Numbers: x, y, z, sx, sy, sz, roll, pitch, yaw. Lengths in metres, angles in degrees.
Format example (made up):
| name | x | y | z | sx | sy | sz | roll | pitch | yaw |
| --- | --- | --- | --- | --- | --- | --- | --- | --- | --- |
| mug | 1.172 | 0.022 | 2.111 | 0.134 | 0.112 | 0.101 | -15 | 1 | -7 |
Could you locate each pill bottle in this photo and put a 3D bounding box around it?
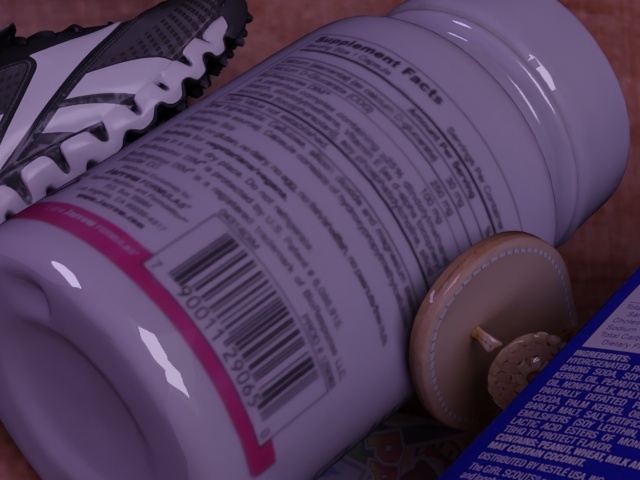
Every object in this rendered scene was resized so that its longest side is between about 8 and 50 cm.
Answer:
| name | x | y | z | sx | sy | sz | roll | pitch | yaw |
| --- | --- | --- | --- | --- | --- | --- | --- | --- | --- |
| pill bottle | 0.000 | 0.000 | 0.710 | 0.283 | 0.160 | 0.160 | -35 | 93 | -33 |

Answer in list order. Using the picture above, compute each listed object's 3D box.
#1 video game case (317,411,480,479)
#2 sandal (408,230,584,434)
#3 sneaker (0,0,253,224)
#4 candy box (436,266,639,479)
| name | x | y | z | sx | sy | sz | roll | pitch | yaw |
| --- | --- | --- | --- | --- | --- | --- | --- | --- | --- |
| video game case | -0.034 | 0.180 | 0.750 | 0.206 | 0.026 | 0.227 | 13 | 76 | -17 |
| sandal | 0.109 | 0.077 | 0.707 | 0.079 | 0.240 | 0.088 | 35 | 77 | 27 |
| sneaker | -0.133 | -0.063 | 0.730 | 0.234 | 0.078 | 0.106 | -43 | 94 | -21 |
| candy box | 0.186 | 0.130 | 0.654 | 0.317 | 0.122 | 0.268 | -38 | 127 | -39 |
